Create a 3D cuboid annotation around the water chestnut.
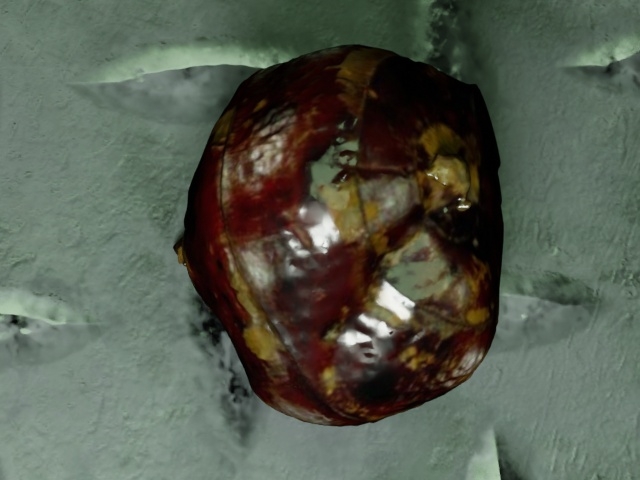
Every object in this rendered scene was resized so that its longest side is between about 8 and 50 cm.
[{"bbox_3d":[0.000,0.000,1.697,0.347,0.335,0.335,-10,67,29],"label":"water chestnut"}]
